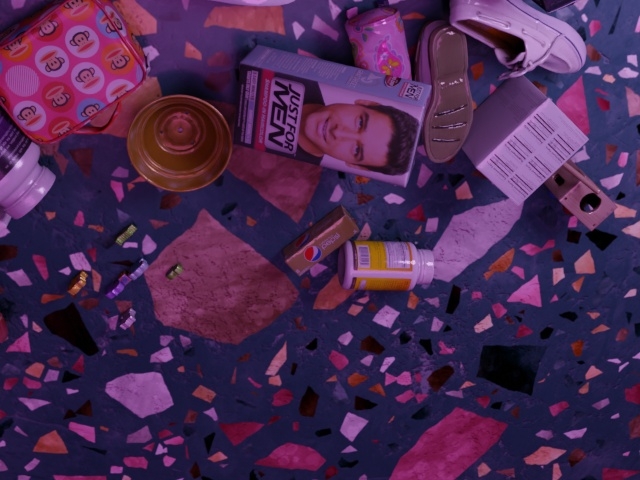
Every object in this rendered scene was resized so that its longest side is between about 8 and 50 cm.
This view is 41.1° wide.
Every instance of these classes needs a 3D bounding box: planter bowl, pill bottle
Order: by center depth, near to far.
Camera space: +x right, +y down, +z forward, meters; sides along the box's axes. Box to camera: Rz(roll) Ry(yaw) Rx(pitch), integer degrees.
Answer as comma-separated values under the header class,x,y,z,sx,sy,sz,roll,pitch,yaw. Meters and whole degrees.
class,x,y,z,sx,sy,sz,roll,pitch,yaw
pill bottle,-0.693,-0.192,1.698,0.181,0.181,0.323,-38,117,12
planter bowl,-0.296,-0.219,1.800,0.217,0.090,0.217,-4,120,-7
pill bottle,0.154,0.060,2.013,0.214,0.117,0.117,2,118,-10

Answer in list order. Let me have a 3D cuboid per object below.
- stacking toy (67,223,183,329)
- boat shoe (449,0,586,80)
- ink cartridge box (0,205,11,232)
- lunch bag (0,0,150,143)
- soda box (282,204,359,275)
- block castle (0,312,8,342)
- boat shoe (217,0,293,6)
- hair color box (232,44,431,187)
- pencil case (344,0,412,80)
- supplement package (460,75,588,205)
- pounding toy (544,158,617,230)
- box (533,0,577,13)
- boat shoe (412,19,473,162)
class,x,y,z,sx,sy,sz,roll,pitch,yaw
stacking toy,-0.448,0.088,1.969,0.221,0.052,0.167,-42,117,13
boat shoe,0.400,-0.393,1.738,0.367,0.135,0.157,24,74,-35
ink cartridge box,-0.798,-0.066,1.798,0.172,0.100,0.237,-42,117,15
lunch bag,-0.493,-0.330,1.690,0.293,0.120,0.258,-29,120,7
soda box,0.000,0.000,1.986,0.181,0.061,0.058,-38,117,12
block castle,-0.929,0.233,1.827,0.452,0.303,0.213,-1,120,-7
boat shoe,-0.171,-0.511,1.657,0.258,0.095,0.084,2,123,-11
hair color box,0.020,-0.255,1.737,0.374,0.114,0.185,14,125,7
pencil case,0.129,-0.347,1.788,0.124,0.124,0.284,-15,119,-1
supplement package,0.428,-0.225,1.855,0.149,0.194,0.203,37,108,-25
pounding toy,0.569,-0.117,1.945,0.206,0.181,0.094,37,108,-25
box,0.408,-0.619,1.576,0.182,0.294,0.296,-23,120,7
boat shoe,0.257,-0.320,1.827,0.113,0.103,0.302,-9,119,-16
